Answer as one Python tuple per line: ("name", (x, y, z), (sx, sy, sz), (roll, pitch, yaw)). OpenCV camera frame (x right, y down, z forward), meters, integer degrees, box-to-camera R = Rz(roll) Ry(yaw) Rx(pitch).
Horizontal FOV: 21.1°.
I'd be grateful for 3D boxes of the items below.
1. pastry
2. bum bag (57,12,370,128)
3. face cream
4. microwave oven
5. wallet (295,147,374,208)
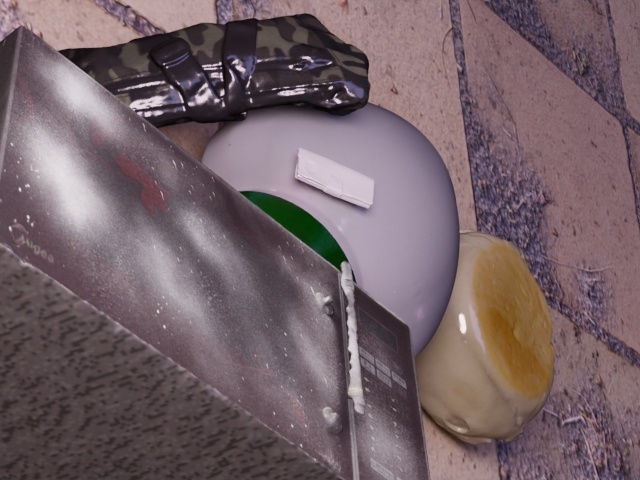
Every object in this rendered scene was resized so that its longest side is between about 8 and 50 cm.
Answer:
("pastry", (0.185, 0.113, 2.062), (0.265, 0.133, 0.265), (35, 42, -40))
("bum bag", (-0.118, -0.164, 1.709), (0.095, 0.340, 0.144), (93, -17, -50))
("face cream", (0.000, 0.000, 1.788), (0.312, 0.219, 0.357), (55, 33, -4))
("microwave oven", (-0.179, 0.117, 1.308), (0.432, 0.374, 0.236), (38, 30, -30))
("wallet", (0.013, -0.060, 1.662), (0.083, 0.011, 0.044), (23, 40, -17))
